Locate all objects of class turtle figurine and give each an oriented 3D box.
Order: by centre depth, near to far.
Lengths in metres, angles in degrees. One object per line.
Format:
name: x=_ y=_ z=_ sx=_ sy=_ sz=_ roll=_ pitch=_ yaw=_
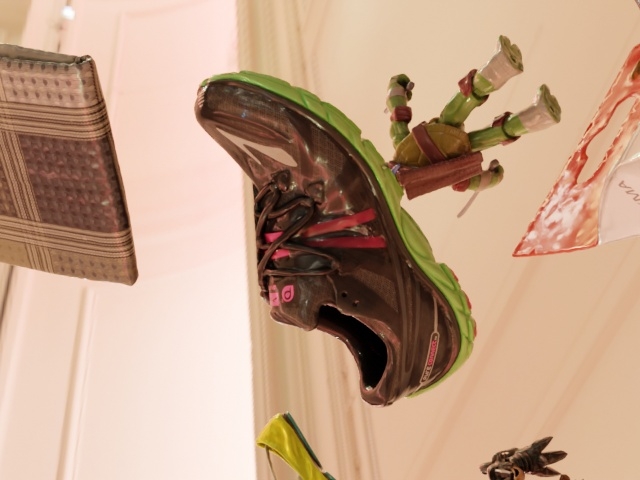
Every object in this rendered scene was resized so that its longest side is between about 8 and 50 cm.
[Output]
turtle figurine: x=0.196 y=-0.169 z=1.465 sx=0.275 sy=0.266 sz=0.197 roll=-4 pitch=-114 yaw=-57

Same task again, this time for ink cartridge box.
ink cartridge box: x=0.320 y=-0.146 z=0.905 sx=0.091 sy=0.385 sz=0.308 roll=39 pitch=-111 yaw=-15

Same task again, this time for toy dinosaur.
toy dinosaur: x=0.244 y=0.345 z=1.321 sx=0.322 sy=0.164 sz=0.218 roll=23 pitch=-170 yaw=20

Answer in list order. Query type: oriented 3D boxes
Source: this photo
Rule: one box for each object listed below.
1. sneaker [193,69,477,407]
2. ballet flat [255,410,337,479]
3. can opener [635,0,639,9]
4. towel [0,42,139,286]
sneaker: x=0.000 y=0.000 z=1.259 sx=0.202 sy=0.185 sz=0.483 roll=-40 pitch=-84 yaw=-23
ballet flat: x=-0.016 y=0.336 z=1.428 sx=0.077 sy=0.077 sz=0.231 roll=-36 pitch=-127 yaw=-9
can opener: x=0.219 y=-0.138 z=0.629 sx=0.059 sy=0.186 sz=0.073 roll=-18 pitch=-132 yaw=14
towel: x=-0.381 y=-0.101 z=1.303 sx=0.324 sy=0.312 sz=0.056 roll=9 pitch=-145 yaw=24
